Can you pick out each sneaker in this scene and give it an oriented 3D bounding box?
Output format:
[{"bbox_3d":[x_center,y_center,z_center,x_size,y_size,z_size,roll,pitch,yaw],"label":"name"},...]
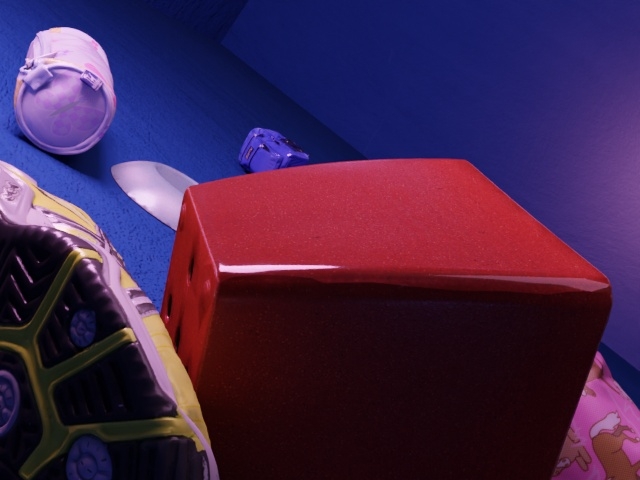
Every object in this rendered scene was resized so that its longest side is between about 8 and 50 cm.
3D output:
[{"bbox_3d":[-0.160,0.051,0.654,0.147,0.145,0.385,22,18,-50],"label":"sneaker"}]

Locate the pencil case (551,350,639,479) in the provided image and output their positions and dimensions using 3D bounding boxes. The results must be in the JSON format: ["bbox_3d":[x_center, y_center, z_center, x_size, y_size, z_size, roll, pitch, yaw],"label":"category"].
[{"bbox_3d":[0.225,0.199,0.877,0.386,0.160,0.167,60,-2,17],"label":"pencil case"}]

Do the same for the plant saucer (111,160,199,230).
[{"bbox_3d":[-0.186,-0.058,1.332,0.195,0.037,0.195,35,10,-7],"label":"plant saucer"}]

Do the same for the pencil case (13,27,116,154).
[{"bbox_3d":[-0.329,-0.199,1.287,0.124,0.113,0.273,37,9,-21],"label":"pencil case"}]

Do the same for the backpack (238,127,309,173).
[{"bbox_3d":[-0.097,-0.158,1.880,0.120,0.098,0.101,44,17,34],"label":"backpack"}]

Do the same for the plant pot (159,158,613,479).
[{"bbox_3d":[0.008,0.087,0.724,0.235,0.267,0.267,7,20,-17],"label":"plant pot"}]
